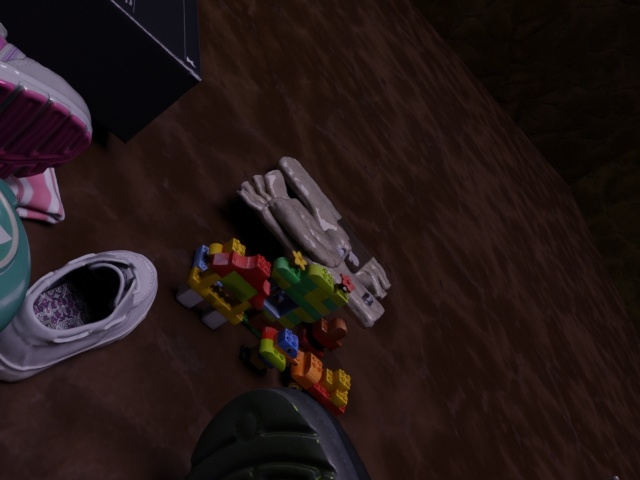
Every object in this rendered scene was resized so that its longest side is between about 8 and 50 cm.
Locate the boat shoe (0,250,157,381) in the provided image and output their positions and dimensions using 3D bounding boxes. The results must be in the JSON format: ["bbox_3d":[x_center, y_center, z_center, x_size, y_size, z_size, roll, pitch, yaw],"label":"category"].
[{"bbox_3d":[-0.158,0.037,0.585,0.066,0.063,0.184,60,24,5],"label":"boat shoe"}]

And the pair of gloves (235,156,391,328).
[{"bbox_3d":[0.000,0.000,0.947,0.204,0.042,0.240,51,13,-3],"label":"pair of gloves"}]

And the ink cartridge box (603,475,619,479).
[{"bbox_3d":[0.363,0.437,0.990,0.333,0.165,0.065,60,23,2],"label":"ink cartridge box"}]

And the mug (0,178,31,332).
[{"bbox_3d":[-0.224,-0.002,0.460,0.129,0.097,0.158,36,32,-40],"label":"mug"}]

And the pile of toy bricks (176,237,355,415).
[{"bbox_3d":[-0.020,0.058,0.778,0.212,0.105,0.118,45,26,-28],"label":"pile of toy bricks"}]

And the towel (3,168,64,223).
[{"bbox_3d":[-0.263,-0.093,0.584,0.197,0.029,0.144,20,44,-55],"label":"towel"}]

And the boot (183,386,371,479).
[{"bbox_3d":[0.105,0.296,0.671,0.445,0.146,0.367,12,60,-54],"label":"boot"}]

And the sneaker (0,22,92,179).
[{"bbox_3d":[-0.241,-0.125,0.506,0.252,0.103,0.111,33,38,-48],"label":"sneaker"}]

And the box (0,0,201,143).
[{"bbox_3d":[-0.207,-0.240,0.768,0.184,0.103,0.261,38,26,-34],"label":"box"}]
